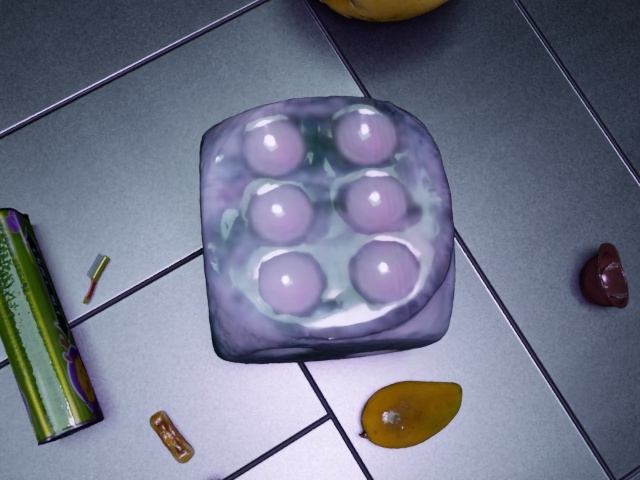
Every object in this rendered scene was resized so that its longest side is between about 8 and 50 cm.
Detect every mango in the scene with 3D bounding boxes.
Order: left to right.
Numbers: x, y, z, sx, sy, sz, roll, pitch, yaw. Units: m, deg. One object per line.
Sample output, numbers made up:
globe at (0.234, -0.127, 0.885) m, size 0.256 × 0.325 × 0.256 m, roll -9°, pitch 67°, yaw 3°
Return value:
mango at (0.143, 0.268, 1.257) m, size 0.187 × 0.066 × 0.101 m, roll -13°, pitch 81°, yaw -16°

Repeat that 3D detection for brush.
brush at (-0.362, 0.061, 1.276) m, size 0.021 × 0.019 × 0.083 m, roll 20°, pitch 77°, yaw 9°

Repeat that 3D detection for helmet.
helmet at (0.460, 0.064, 1.326) m, size 0.089 × 0.057 × 0.111 m, roll 9°, pitch 69°, yaw -39°

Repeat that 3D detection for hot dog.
hot dog at (-0.229, 0.301, 1.231) m, size 0.030 × 0.034 × 0.090 m, roll -38°, pitch 83°, yaw -11°

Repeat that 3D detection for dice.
dice at (0.000, 0.000, 1.153) m, size 0.330 × 0.348 × 0.328 m, roll -4°, pitch 77°, yaw -7°

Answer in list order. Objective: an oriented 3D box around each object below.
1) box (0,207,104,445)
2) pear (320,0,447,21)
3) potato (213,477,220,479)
box at (-0.433, 0.126, 1.200) m, size 0.097 × 0.134 × 0.345 m, roll -22°, pitch 82°, yaw -7°
pear at (0.106, -0.515, 1.274) m, size 0.348 × 0.348 × 0.348 m, roll 1°, pitch 79°, yaw -5°
potato at (-0.124, 0.404, 1.206) m, size 0.122 × 0.061 × 0.086 m, roll 9°, pitch 78°, yaw -1°
